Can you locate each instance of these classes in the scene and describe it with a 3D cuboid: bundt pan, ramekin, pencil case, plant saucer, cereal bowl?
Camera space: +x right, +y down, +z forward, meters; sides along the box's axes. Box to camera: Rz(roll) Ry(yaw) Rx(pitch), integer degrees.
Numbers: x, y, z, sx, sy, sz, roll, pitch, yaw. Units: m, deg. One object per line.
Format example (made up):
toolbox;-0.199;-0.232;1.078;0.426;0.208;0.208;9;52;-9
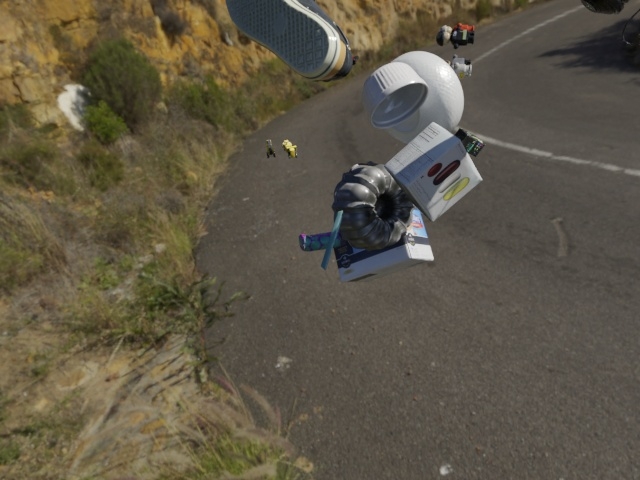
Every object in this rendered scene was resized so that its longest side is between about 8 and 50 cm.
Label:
bundt pan;0.209;-0.121;1.672;0.330;0.331;0.124;-28;17;-26
ramekin;0.227;-0.464;1.482;0.207;0.109;0.207;-23;-19;-8
pencil case;0.000;0.000;1.718;0.151;0.070;0.065;-8;42;-16
plant saucer;0.037;0.000;1.477;0.018;0.192;0.067;18;-5;6
cereal bowl;0.326;-0.484;1.668;0.338;0.339;0.141;8;39;46

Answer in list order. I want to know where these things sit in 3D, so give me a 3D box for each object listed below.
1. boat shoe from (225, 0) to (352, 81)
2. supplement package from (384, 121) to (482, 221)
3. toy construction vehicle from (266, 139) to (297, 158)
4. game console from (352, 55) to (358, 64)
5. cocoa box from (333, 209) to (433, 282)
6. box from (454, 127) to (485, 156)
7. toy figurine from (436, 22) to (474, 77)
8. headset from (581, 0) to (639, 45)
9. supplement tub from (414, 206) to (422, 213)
boat shoe;-0.093;-0.585;1.243;0.500;0.187;0.155;50;27;24
supplement package;0.348;-0.209;1.443;0.203;0.194;0.149;-42;40;7
toy construction vehicle;-0.111;-0.262;1.315;0.085;0.035;0.098;-8;35;-4
game console;0.058;-0.687;1.765;0.143;0.085;0.124;-12;32;25
cocoa box;0.256;0.023;1.984;0.346;0.228;0.231;-23;-17;34
box;0.487;-0.324;1.542;0.083;0.052;0.062;18;30;-26
toy figurine;0.557;-0.785;1.949;0.148;0.210;0.213;4;34;14
headset;0.730;-0.610;1.067;0.243;0.394;0.185;-32;38;14
supplement tub;0.476;-0.273;2.159;0.235;0.236;0.325;-11;23;14
